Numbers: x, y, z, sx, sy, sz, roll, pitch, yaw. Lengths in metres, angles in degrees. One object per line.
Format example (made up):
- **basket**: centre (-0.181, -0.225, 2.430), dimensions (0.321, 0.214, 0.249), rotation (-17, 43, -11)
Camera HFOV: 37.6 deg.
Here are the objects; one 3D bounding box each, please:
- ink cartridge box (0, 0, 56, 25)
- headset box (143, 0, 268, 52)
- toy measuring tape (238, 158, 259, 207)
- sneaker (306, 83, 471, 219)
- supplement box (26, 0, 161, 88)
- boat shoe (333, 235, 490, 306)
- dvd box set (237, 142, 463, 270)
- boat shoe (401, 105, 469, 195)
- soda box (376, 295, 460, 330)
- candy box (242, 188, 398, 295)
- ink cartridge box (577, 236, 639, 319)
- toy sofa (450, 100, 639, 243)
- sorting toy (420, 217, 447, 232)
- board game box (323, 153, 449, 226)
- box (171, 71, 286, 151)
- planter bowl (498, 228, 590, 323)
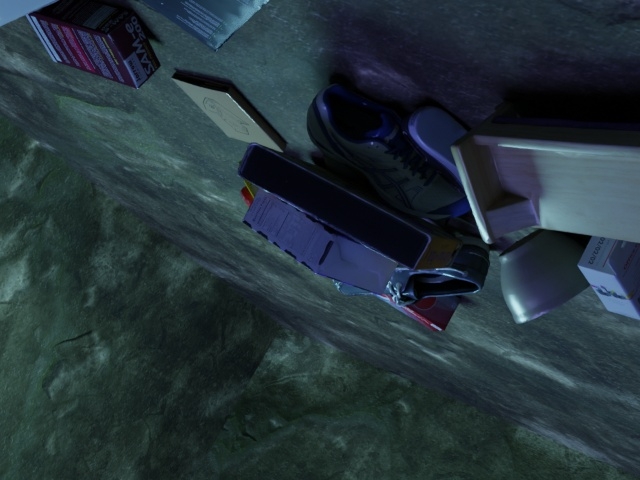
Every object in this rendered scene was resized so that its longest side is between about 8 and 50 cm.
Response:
- **ink cartridge box**: centre (-0.424, -0.434, 1.125), dimensions (0.289, 0.122, 0.211), rotation (62, 171, 9)
- **headset box**: centre (-0.161, -0.363, 1.085), dimensions (0.246, 0.131, 0.283), rotation (33, 167, -14)
- **toy measuring tape**: centre (-0.080, -0.065, 1.926), dimensions (0.121, 0.121, 0.330), rotation (45, -171, -49)
- **sneaker**: centre (0.108, -0.131, 1.423), dimensions (0.297, 0.111, 0.131), rotation (28, 166, 3)
- **supplement box**: centre (-0.416, -0.369, 1.708), dimensions (0.240, 0.073, 0.130), rotation (23, 152, 32)
- **boat shoe**: centre (0.165, 0.071, 1.785), dimensions (0.320, 0.099, 0.116), rotation (-11, 144, 23)
- **dvd box set**: centre (0.067, -0.047, 1.541), dimensions (0.308, 0.062, 0.420), rotation (29, -174, 13)
- **boat shoe**: centre (0.205, -0.110, 1.369), dimensions (0.229, 0.080, 0.076), rotation (36, 172, -19)
- **soda box**: centre (0.191, 0.109, 2.196), dimensions (0.263, 0.092, 0.083), rotation (32, 168, -11)
- **candy box**: centre (0.000, 0.000, 1.477), dimensions (0.165, 0.070, 0.196), rotation (21, -171, -47)
- **ink cartridge box**: centre (0.425, 0.024, 1.322), dimensions (0.062, 0.104, 0.181), rotation (18, 162, 42)
- **toy sofa**: centre (0.345, -0.081, 1.080), dimensions (0.363, 0.177, 0.150), rotation (13, 134, 53)
- **sorting toy**: centre (0.151, 0.014, 1.826), dimensions (0.193, 0.038, 0.208), rotation (-24, 132, 29)
- **board game box**: centre (0.117, -0.117, 1.607), dimensions (0.243, 0.042, 0.165), rotation (27, 167, 13)
- **box**: centre (-0.176, -0.247, 1.811), dimensions (0.164, 0.021, 0.201), rotation (20, 164, 39)
- **planter bowl**: centre (0.352, 0.044, 1.501), dimensions (0.109, 0.162, 0.162), rotation (57, 167, 2)
